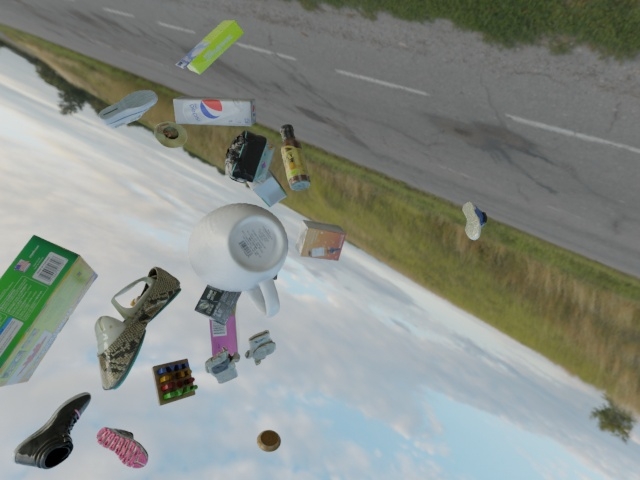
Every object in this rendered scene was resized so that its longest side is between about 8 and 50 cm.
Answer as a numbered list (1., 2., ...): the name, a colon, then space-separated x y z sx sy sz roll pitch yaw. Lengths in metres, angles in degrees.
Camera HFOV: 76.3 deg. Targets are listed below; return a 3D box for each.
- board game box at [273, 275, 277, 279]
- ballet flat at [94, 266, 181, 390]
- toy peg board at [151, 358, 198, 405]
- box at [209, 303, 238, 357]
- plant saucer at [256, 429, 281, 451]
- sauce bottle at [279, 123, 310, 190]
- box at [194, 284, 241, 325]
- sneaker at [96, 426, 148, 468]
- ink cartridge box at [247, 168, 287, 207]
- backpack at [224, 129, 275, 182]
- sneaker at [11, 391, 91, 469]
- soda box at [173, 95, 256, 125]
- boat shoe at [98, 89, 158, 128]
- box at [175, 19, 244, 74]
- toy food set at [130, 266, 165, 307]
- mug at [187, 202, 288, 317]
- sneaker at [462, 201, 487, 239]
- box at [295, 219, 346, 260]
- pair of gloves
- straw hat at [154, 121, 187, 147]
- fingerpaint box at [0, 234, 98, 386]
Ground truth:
1. board game box: -0.253 0.085 1.913 0.126 0.186 0.026 8 -176 16
2. ballet flat: -0.657 0.269 1.406 0.182 0.164 0.482 47 -147 -23
3. toy peg board: -0.597 0.582 1.703 0.161 0.079 0.160 1 -115 -49
4. box: -0.447 0.413 1.917 0.118 0.213 0.243 -3 -170 -8
5. plant saucer: -0.175 0.678 1.389 0.084 0.015 0.083 10 -152 -5
6. sauce bottle: -0.137 -0.421 2.044 0.111 0.112 0.344 21 -131 -59
7. box: -0.386 0.220 1.577 0.078 0.180 0.147 18 161 17
8. sneaker: -0.553 0.586 1.166 0.171 0.063 0.074 22 165 15
9. ink cartridge box: -0.232 -0.252 1.543 0.212 0.093 0.154 59 -175 27
10. backpack: -0.242 -0.270 1.354 0.145 0.165 0.188 15 180 -31
11. sneaker: -0.900 0.677 1.443 0.147 0.104 0.295 12 -148 18
12. soda box: -0.391 -0.486 1.525 0.287 0.091 0.098 3 -153 1
13. boat shoe: -0.711 -0.492 1.533 0.075 0.227 0.083 71 178 -70
14. box: -0.290 -0.498 1.061 0.042 0.178 0.109 48 177 -38
15. toy food set: -0.807 0.253 1.973 0.105 0.232 0.111 39 175 -24
16. mug: -0.224 0.064 1.252 0.328 0.276 0.373 -9 104 64
17. sneaker: 0.532 -0.055 1.381 0.085 0.058 0.152 27 -136 -26
18. box: 0.000 0.000 1.665 0.171 0.130 0.091 7 -159 -20
19. pair of gloves: -0.268 0.390 1.377 0.042 0.240 0.204 56 167 34
20. straw hat: -0.676 -0.494 1.842 0.145 0.144 0.061 25 -146 -41
21. fingerpaint box: -0.976 0.242 1.368 0.163 0.444 0.371 28 158 -11
